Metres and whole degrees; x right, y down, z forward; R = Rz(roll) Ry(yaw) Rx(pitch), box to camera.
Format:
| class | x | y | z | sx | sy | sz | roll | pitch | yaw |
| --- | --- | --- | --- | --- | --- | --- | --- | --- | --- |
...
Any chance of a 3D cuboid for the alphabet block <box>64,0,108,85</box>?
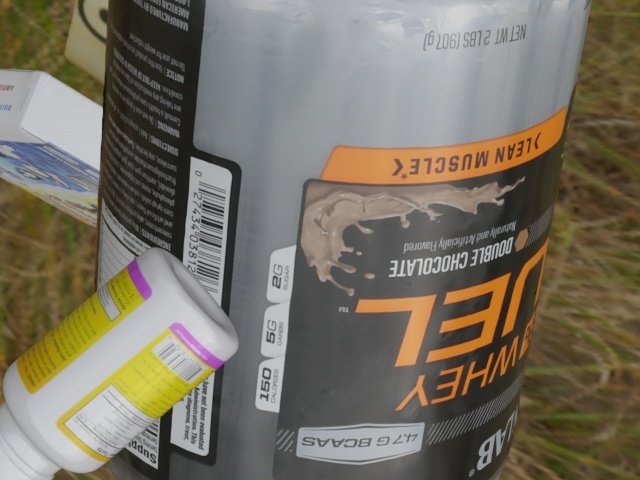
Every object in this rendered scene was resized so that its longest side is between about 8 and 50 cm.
| class | x | y | z | sx | sy | sz | roll | pitch | yaw |
| --- | --- | --- | --- | --- | --- | --- | --- | --- | --- |
| alphabet block | -0.039 | -0.183 | 1.265 | 0.193 | 0.197 | 0.192 | -37 | 156 | -46 |

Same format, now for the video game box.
| class | x | y | z | sx | sy | sz | roll | pitch | yaw |
| --- | --- | --- | --- | --- | --- | --- | --- | --- | --- |
| video game box | -0.179 | -0.060 | 1.249 | 0.205 | 0.187 | 0.048 | 31 | 77 | -40 |

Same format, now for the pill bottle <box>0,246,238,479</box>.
| class | x | y | z | sx | sy | sz | roll | pitch | yaw |
| --- | --- | --- | --- | --- | --- | --- | --- | --- | --- |
| pill bottle | -0.069 | 0.043 | 0.553 | 0.083 | 0.043 | 0.043 | -40 | 113 | 5 |

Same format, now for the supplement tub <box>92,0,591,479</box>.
| class | x | y | z | sx | sy | sz | roll | pitch | yaw |
| --- | --- | --- | --- | --- | --- | --- | --- | --- | --- |
| supplement tub | 0.000 | 0.000 | 0.807 | 0.207 | 0.207 | 0.338 | -6 | 120 | -23 |
